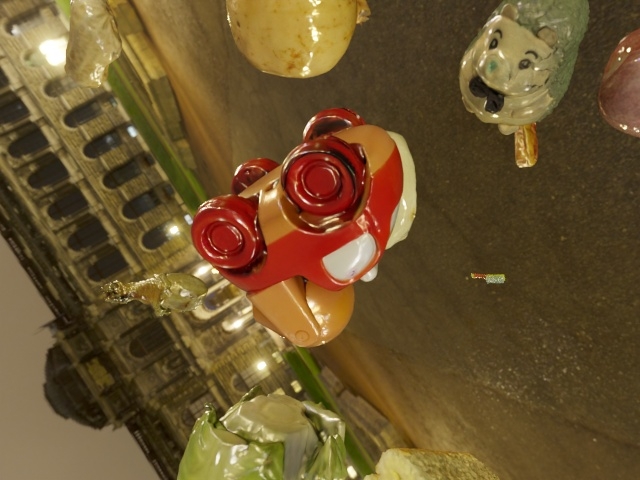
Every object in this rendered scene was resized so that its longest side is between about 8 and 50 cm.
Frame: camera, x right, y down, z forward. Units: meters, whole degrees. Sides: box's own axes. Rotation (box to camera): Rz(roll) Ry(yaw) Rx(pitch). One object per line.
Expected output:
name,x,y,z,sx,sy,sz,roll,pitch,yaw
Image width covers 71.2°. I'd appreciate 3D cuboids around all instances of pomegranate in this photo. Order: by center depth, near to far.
pomegranate,-0.046,-0.549,1.032,0.342,0.343,0.342,53,168,17

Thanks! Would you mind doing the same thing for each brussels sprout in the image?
brussels sprout,-0.152,0.619,1.182,0.342,0.426,0.360,-124,45,-79

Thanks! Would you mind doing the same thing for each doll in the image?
doll,0.413,-0.369,0.935,0.247,0.247,0.349,54,174,13

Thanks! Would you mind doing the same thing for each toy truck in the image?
toy truck,0.000,0.000,0.527,0.239,0.265,0.189,53,-157,-18

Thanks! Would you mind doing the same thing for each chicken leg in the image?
chicken leg,-0.371,0.123,1.013,0.103,0.228,0.088,112,151,-65

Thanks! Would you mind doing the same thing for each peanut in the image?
peanut,-0.435,-0.368,0.846,0.214,0.100,0.099,-35,87,43

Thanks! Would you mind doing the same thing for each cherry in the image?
cherry,0.701,-0.316,0.906,0.239,0.240,0.206,51,157,29

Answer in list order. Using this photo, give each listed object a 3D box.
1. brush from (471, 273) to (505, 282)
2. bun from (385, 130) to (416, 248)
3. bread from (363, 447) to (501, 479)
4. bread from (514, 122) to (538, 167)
brush,0.419,0.095,1.125,0.083,0.021,0.018,2,136,38
bun,0.099,-0.082,0.818,0.229,0.145,0.229,-5,-90,-80
bread,0.267,0.550,0.897,0.376,0.165,0.236,28,-168,-44
bread,0.690,-0.388,1.498,0.139,0.078,0.270,16,-103,-62
